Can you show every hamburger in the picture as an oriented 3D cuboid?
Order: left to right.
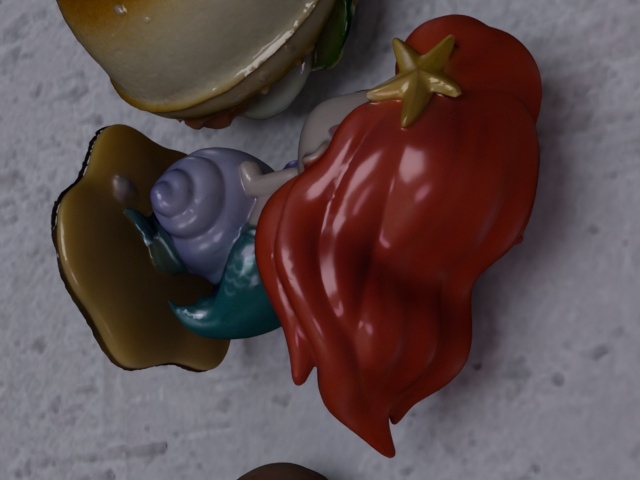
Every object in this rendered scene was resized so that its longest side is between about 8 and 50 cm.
[{"bbox_3d":[-0.068,-0.183,1.112,0.237,0.147,0.237,-16,63,35],"label":"hamburger"}]

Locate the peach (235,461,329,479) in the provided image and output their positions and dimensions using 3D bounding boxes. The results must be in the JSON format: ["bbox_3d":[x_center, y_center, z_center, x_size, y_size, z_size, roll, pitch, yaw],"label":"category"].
[{"bbox_3d":[-0.023,0.167,1.036,0.083,0.083,0.083,-10,73,36],"label":"peach"}]

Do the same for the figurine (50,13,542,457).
[{"bbox_3d":[0.005,-0.001,1.006,0.257,0.181,0.208,-14,35,34],"label":"figurine"}]
